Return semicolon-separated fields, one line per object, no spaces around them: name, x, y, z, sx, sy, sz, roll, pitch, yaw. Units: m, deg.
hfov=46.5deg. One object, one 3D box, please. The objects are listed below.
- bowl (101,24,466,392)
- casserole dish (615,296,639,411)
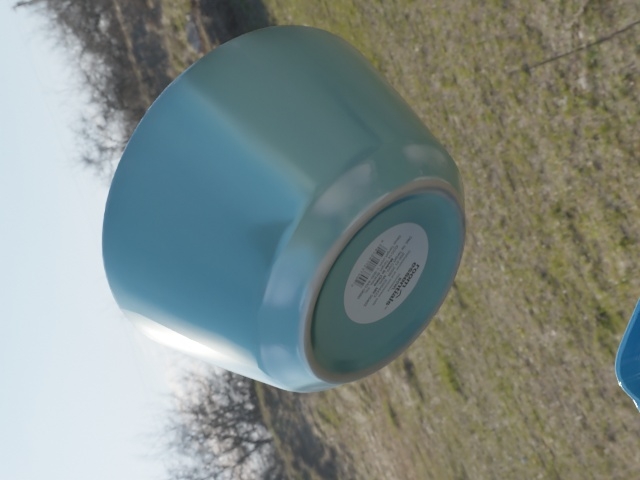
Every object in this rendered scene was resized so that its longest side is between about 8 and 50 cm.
bowl;0.000;0.000;0.610;0.163;0.311;0.311;36;154;38
casserole dish;0.330;0.085;0.646;0.114;0.037;0.188;37;129;41
